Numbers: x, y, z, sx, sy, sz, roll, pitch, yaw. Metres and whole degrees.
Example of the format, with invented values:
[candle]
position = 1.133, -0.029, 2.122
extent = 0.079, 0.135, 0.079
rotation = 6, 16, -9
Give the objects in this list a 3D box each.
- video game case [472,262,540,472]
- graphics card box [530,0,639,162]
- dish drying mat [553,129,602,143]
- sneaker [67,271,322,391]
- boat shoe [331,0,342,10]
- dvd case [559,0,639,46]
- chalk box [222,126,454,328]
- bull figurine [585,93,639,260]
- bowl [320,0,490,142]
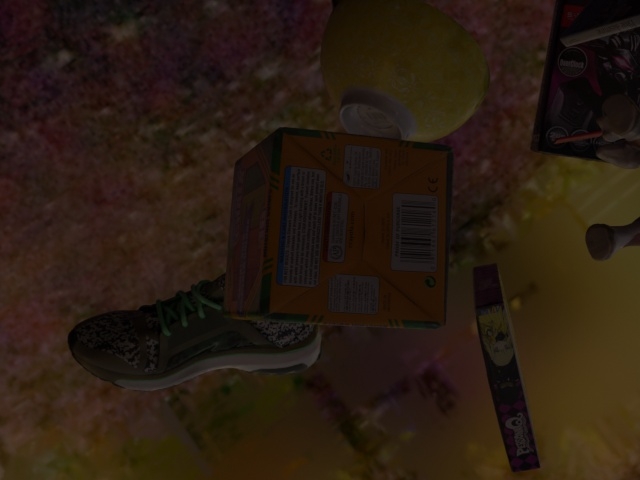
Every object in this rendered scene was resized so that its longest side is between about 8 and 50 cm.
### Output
[video game case]
position = 0.235, 0.154, 1.273
extent = 0.041, 0.210, 0.232
rotation = -12, -172, 10
[graphics card box]
position = 0.551, -0.336, 1.913
extent = 0.094, 0.232, 0.371
rotation = -93, -168, -82
[dish drying mat]
position = 0.446, -0.179, 1.716
extent = 0.083, 0.008, 0.032
rotation = -9, 174, -1
[sneaker]
position = -0.181, 0.108, 1.529
extent = 0.410, 0.158, 0.182
rotation = -5, 129, -23
[boat shoe]
position = 0.068, -0.477, 1.795
extent = 0.110, 0.307, 0.104
rotation = -21, 174, -10
[dvd case]
position = 0.456, -0.353, 1.360
extent = 0.180, 0.022, 0.253
rotation = -49, -164, -14
[chalk box]
position = 0.000, 0.000, 1.036
extent = 0.179, 0.180, 0.289
rotation = 5, 174, -15
[bull figurine]
position = 0.270, -0.073, 0.501
extent = 0.188, 0.101, 0.310
rotation = -9, 163, -26
[bowl]
position = 0.112, -0.240, 1.595
extent = 0.156, 0.289, 0.289
rotation = -63, 178, -24
